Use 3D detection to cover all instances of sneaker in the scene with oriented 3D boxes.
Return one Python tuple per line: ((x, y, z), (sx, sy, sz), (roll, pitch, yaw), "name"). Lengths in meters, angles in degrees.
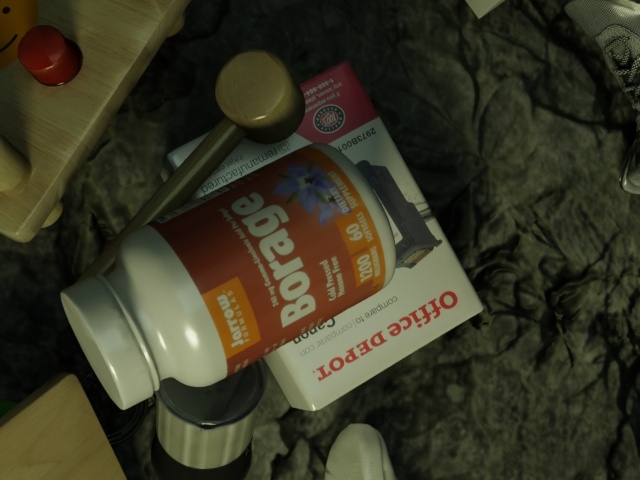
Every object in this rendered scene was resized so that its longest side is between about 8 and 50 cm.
((0.301, -0.134, 0.972), (0.269, 0.101, 0.153), (35, 75, -9), "sneaker")
((0.063, 0.254, 0.902), (0.094, 0.080, 0.212), (-8, 93, -25), "sneaker")

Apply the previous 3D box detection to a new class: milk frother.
((-0.124, 0.125, 0.834), (0.143, 0.134, 0.129), (-9, 55, -16), "milk frother")

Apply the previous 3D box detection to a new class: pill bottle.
((-0.064, 0.027, 0.751), (0.216, 0.121, 0.121), (-28, 91, -20), "pill bottle")

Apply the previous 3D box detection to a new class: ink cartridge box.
((0.000, 0.000, 0.893), (0.172, 0.100, 0.237), (-30, 91, -13), "ink cartridge box")

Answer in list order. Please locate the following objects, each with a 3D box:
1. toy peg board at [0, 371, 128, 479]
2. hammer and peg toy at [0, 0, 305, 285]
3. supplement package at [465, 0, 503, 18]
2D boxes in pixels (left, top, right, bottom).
((-0.235, 0.206, 0.810), (0.161, 0.079, 0.160), (-40, 119, -40), "toy peg board")
((-0.211, -0.130, 0.790), (0.361, 0.127, 0.266), (29, 78, 14), "hammer and peg toy")
((0.144, -0.311, 0.956), (0.105, 0.105, 0.179), (-37, 92, -14), "supplement package")
